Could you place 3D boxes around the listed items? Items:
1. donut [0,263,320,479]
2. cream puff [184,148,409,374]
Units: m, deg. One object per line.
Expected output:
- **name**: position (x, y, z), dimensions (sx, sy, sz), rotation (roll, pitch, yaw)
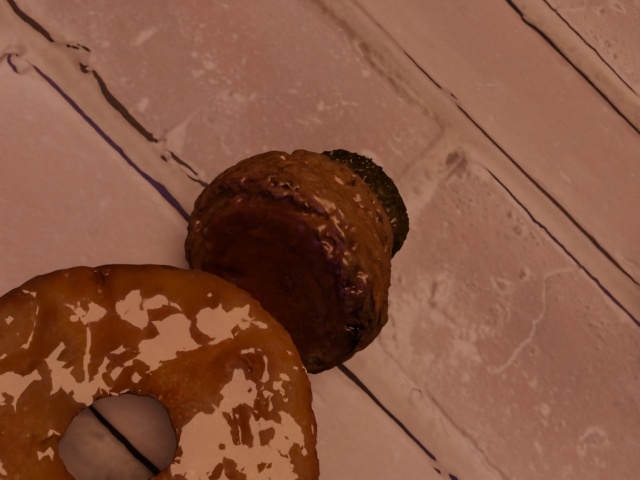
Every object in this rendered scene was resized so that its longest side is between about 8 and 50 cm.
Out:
- **donut**: position (-0.146, 0.149, 0.520), dimensions (0.277, 0.108, 0.278), rotation (6, 69, -17)
- **cream puff**: position (0.000, 0.000, 0.617), dimensions (0.183, 0.183, 0.169), rotation (48, 39, 2)
